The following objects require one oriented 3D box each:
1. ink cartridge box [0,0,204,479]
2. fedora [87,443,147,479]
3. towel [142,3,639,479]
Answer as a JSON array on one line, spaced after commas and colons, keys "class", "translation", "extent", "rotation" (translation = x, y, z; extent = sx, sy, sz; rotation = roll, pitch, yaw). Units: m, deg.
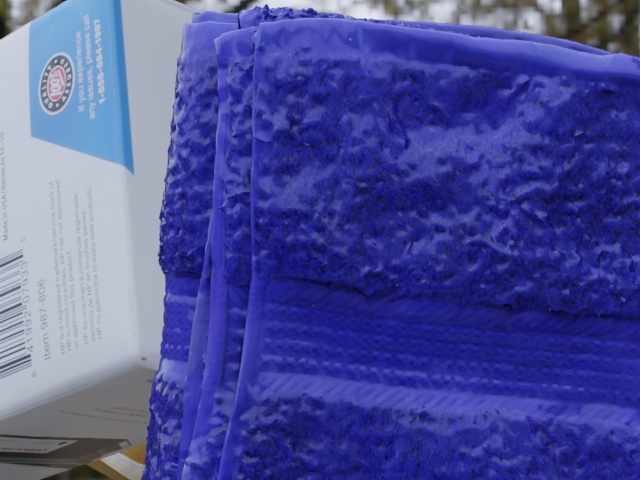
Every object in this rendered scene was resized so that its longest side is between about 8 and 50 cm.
[{"class": "ink cartridge box", "translation": [-0.223, 0.020, 1.343], "extent": [0.395, 0.285, 0.166], "rotation": [-22, -25, 37]}, {"class": "fedora", "translation": [-0.228, 0.238, 2.082], "extent": [0.194, 0.079, 0.194], "rotation": [29, -6, 3]}, {"class": "towel", "translation": [0.040, 0.066, 0.713], "extent": [0.228, 0.308, 0.076], "rotation": [6, 0, 2]}]
